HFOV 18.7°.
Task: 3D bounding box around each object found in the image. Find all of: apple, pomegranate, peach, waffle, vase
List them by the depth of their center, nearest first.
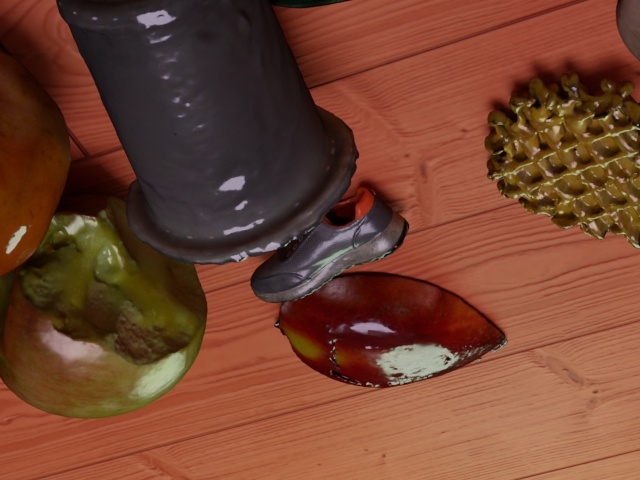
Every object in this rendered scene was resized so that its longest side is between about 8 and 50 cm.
[{"bbox_3d":[-0.116,-0.156,1.848,0.245,0.245,0.291,-11,133,13],"label":"vase"},{"bbox_3d":[-0.376,-0.081,1.913,0.264,0.264,0.264,0,138,0],"label":"pomegranate"},{"bbox_3d":[0.285,-0.083,2.027,0.231,0.051,0.228,11,144,6],"label":"waffle"},{"bbox_3d":[-0.238,0.069,2.089,0.226,0.246,0.246,8,139,-23],"label":"apple"},{"bbox_3d":[0.085,0.125,2.276,0.279,0.068,0.189,6,140,-6],"label":"peach"}]

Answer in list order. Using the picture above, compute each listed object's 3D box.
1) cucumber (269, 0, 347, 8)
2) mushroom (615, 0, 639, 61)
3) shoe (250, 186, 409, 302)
[{"bbox_3d":[-0.004,-0.249,1.871,0.105,0.048,0.048,-9,138,18],"label":"cucumber"},{"bbox_3d":[0.366,-0.250,1.776,0.226,0.178,0.226,-30,154,-16],"label":"mushroom"},{"bbox_3d":[-0.002,0.000,2.140,0.194,0.074,0.077,-23,121,21],"label":"shoe"}]
